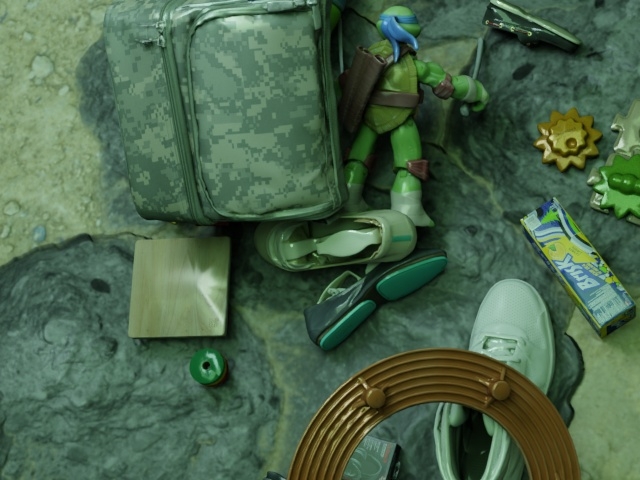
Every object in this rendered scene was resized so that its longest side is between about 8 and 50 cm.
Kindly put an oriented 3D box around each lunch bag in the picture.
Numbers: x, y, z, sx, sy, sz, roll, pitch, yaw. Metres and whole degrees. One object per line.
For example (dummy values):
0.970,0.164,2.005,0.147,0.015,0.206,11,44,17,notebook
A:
-0.094,-0.173,1.540,0.256,0.212,0.305,4,113,24,lunch bag

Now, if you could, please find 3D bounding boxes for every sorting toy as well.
-0.178,0.058,1.684,0.132,0.046,0.274,-3,73,14,sorting toy

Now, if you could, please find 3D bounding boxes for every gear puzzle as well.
0.426,-0.096,1.578,0.339,0.044,0.175,22,79,20,gear puzzle

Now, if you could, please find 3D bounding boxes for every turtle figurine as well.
0.108,-0.158,1.652,0.198,0.275,0.266,8,95,-6,turtle figurine

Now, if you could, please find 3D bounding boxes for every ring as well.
0.127,0.283,1.369,0.336,0.032,0.336,0,91,-12,ring

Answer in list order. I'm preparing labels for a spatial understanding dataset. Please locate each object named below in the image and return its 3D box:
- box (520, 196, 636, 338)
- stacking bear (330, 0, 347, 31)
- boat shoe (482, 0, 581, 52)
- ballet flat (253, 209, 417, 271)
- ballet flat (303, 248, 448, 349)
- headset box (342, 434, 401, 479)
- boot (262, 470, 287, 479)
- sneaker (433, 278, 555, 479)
0.313,0.033,1.558,0.054,0.059,0.169,-33,68,1,box
-0.061,-0.300,1.714,0.175,0.164,0.289,27,93,61,stacking bear
0.276,-0.275,1.678,0.133,0.049,0.042,26,109,14,boat shoe
0.000,0.000,1.595,0.248,0.086,0.086,-7,70,35,ballet flat
0.062,0.055,1.612,0.203,0.074,0.074,-36,68,5,ballet flat
0.057,0.270,1.563,0.083,0.032,0.062,14,76,20,headset box
-0.002,0.441,1.487,0.338,0.118,0.223,43,77,14,boot
0.205,0.167,1.485,0.108,0.169,0.292,5,73,18,sneaker
